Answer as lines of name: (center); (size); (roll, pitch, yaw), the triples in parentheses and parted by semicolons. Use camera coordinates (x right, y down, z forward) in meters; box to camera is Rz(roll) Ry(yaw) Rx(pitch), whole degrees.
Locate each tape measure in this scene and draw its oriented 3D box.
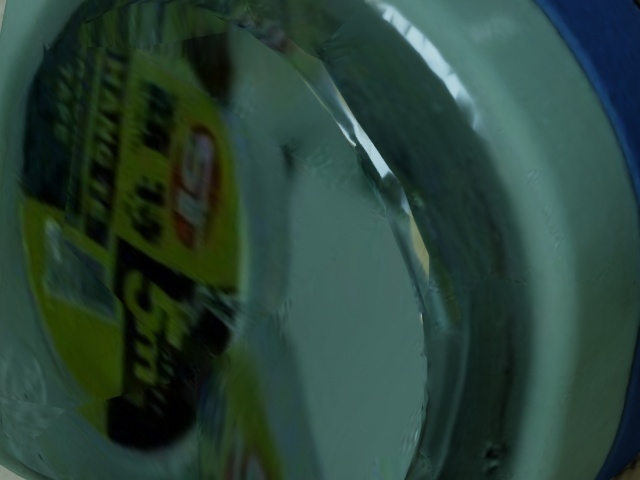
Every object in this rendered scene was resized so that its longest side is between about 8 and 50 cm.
tape measure: (-0.002, 0.000, 0.645); (0.262, 0.138, 0.259); (28, 125, 38)
